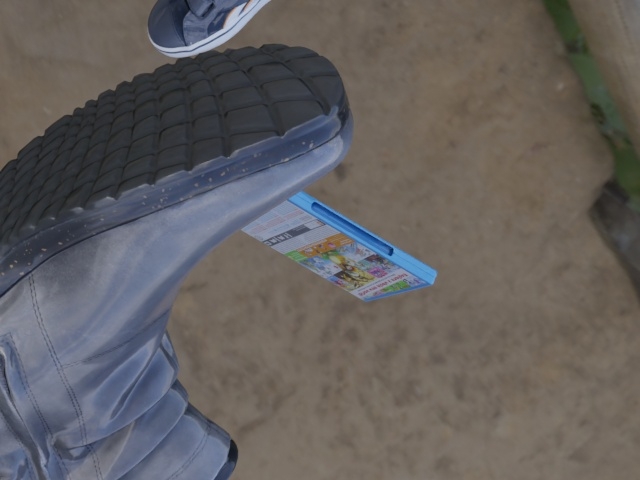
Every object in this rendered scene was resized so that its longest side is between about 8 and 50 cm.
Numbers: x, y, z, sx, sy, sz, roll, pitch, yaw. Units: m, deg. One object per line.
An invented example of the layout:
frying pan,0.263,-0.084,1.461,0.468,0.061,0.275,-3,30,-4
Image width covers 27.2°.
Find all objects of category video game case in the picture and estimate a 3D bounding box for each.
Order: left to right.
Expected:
video game case,0.000,0.000,1.092,0.166,0.119,0.015,31,69,-19

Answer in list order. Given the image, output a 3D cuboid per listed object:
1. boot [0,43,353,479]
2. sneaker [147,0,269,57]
boot,-0.099,0.050,0.716,0.338,0.118,0.222,-25,122,13
sneaker,-0.115,-0.362,1.735,0.321,0.126,0.127,-29,153,17
